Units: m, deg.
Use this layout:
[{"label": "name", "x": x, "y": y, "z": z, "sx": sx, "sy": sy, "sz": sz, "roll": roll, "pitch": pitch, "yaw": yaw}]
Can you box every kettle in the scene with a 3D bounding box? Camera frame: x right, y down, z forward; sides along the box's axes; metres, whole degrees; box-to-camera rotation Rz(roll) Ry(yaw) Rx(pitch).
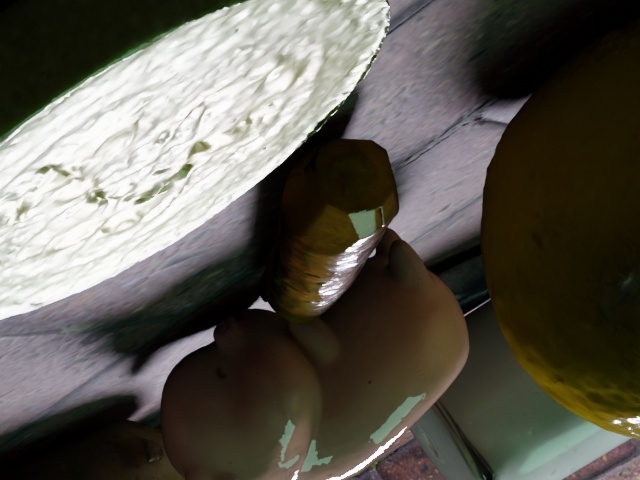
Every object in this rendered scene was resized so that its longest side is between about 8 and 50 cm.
[{"label": "kettle", "x": 0.235, "y": 0.115, "z": 1.585, "sx": 0.318, "sy": 0.265, "sz": 0.205, "roll": -32, "pitch": 141, "yaw": -9}]

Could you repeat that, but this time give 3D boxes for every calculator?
[{"label": "calculator", "x": 0.159, "y": 0.043, "z": 1.558, "sx": 0.268, "sy": 0.040, "sz": 0.177, "roll": -25, "pitch": 169, "yaw": -43}]

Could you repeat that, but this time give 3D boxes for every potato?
[{"label": "potato", "x": -0.199, "y": 0.246, "z": 1.250, "sx": 0.262, "sy": 0.165, "sz": 0.165, "roll": -28, "pitch": 169, "yaw": -41}]

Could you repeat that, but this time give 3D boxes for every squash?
[{"label": "squash", "x": -0.080, "y": -0.044, "z": 0.632, "sx": 0.252, "sy": 0.049, "sz": 0.252, "roll": -29, "pitch": 167, "yaw": -7}]

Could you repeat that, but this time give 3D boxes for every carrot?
[{"label": "carrot", "x": 0.000, "y": 0.000, "z": 0.960, "sx": 0.070, "sy": 0.070, "sz": 0.260, "roll": -27, "pitch": 170, "yaw": -13}]

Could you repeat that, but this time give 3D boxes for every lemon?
[{"label": "lemon", "x": 0.247, "y": -0.010, "z": 0.972, "sx": 0.297, "sy": 0.297, "sz": 0.297, "roll": -29, "pitch": 167, "yaw": -7}]

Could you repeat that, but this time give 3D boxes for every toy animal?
[{"label": "toy animal", "x": -0.006, "y": 0.107, "z": 1.147, "sx": 0.250, "sy": 0.154, "sz": 0.166, "roll": -27, "pitch": -174, "yaw": 0}]
